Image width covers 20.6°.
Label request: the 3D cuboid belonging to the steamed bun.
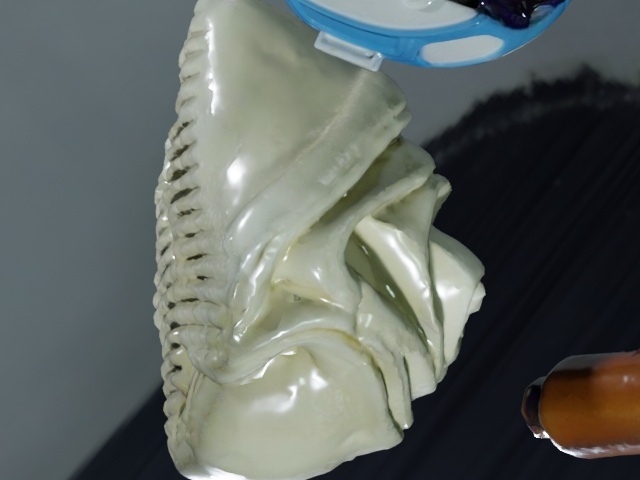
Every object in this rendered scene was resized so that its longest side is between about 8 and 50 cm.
[{"bbox_3d":[-0.002,0.006,1.264,0.220,0.324,0.309,2,141,-13],"label":"steamed bun"}]

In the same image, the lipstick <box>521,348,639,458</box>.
[{"bbox_3d":[0.268,0.088,1.012,0.077,0.077,0.418,48,150,-20],"label":"lipstick"}]

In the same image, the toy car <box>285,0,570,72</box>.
[{"bbox_3d":[0.087,-0.230,0.916,0.198,0.314,0.166,23,180,28],"label":"toy car"}]
